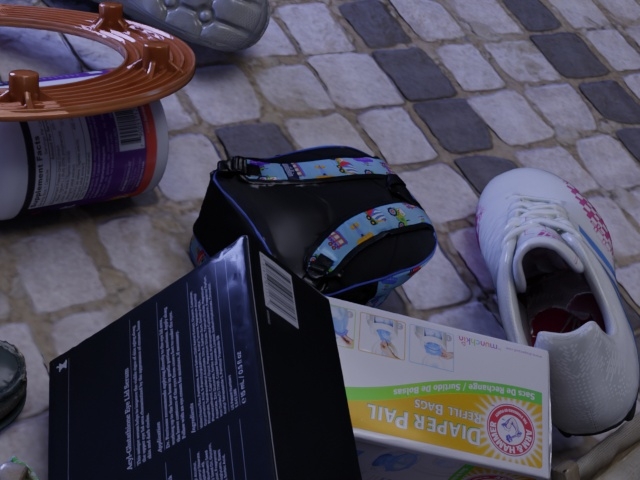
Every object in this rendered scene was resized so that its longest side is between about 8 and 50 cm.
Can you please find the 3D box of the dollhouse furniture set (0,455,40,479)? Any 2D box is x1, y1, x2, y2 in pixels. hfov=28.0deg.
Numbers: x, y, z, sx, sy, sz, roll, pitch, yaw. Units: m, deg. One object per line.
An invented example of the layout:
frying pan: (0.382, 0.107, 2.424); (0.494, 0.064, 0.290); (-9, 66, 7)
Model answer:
dollhouse furniture set: (-0.158, 0.292, 0.621); (0.151, 0.197, 0.301); (24, 42, -3)

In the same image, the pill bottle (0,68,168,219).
pill bottle: (-0.228, -0.075, 1.022); (0.193, 0.108, 0.108); (-13, 55, -37)

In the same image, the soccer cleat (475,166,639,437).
soccer cleat: (0.198, 0.014, 1.102); (0.116, 0.143, 0.331); (-19, 39, 8)

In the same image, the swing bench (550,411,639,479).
swing bench: (0.364, 0.191, 1.000); (0.253, 0.254, 0.165); (-24, 94, -41)

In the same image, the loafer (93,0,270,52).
loafer: (-0.196, -0.276, 1.261); (0.319, 0.112, 0.111); (31, 6, 5)

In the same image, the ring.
ring: (-0.268, -0.160, 1.035); (0.336, 0.032, 0.336); (4, 22, -2)

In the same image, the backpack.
backpack: (0.000, 0.000, 1.062); (0.173, 0.117, 0.158); (-16, 57, -38)

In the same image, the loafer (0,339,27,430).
loafer: (-0.310, 0.097, 0.821); (0.267, 0.084, 0.096); (-6, 51, -33)

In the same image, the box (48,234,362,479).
box: (-0.074, 0.156, 0.801); (0.103, 0.184, 0.261); (41, 28, -41)

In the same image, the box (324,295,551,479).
box: (0.058, 0.126, 0.954); (0.203, 0.114, 0.103); (15, 59, -16)
